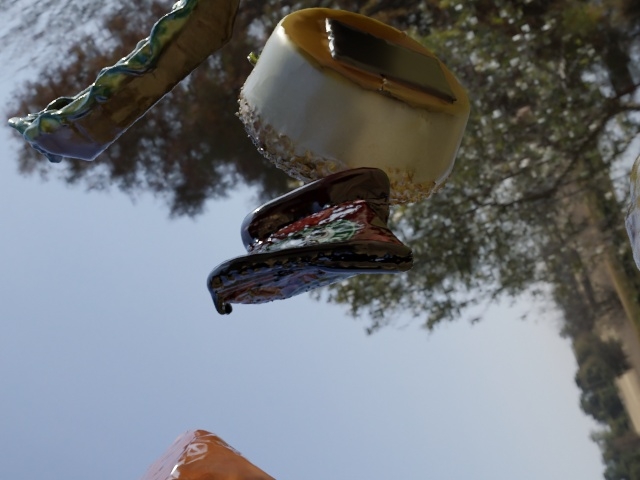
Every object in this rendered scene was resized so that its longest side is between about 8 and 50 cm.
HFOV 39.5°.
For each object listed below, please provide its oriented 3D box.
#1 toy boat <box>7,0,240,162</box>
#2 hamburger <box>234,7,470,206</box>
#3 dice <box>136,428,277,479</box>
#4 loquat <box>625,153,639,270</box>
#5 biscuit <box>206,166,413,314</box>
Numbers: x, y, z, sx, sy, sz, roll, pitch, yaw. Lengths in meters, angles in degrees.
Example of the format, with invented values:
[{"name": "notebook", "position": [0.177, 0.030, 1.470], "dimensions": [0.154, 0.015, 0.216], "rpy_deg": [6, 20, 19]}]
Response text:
[{"name": "toy boat", "position": [-0.138, -0.176, 0.751], "dimensions": [0.099, 0.293, 0.108], "rpy_deg": [41, -172, -14]}, {"name": "hamburger", "position": [0.039, -0.151, 1.075], "dimensions": [0.276, 0.179, 0.294], "rpy_deg": [15, -149, -16]}, {"name": "dice", "position": [-0.056, 0.210, 0.422], "dimensions": [0.179, 0.175, 0.174], "rpy_deg": [46, 161, 0]}, {"name": "loquat", "position": [0.515, -0.023, 1.076], "dimensions": [0.276, 0.283, 0.276], "rpy_deg": [1, -91, -61]}, {"name": "biscuit", "position": [-0.006, 0.001, 0.734], "dimensions": [0.235, 0.151, 0.063], "rpy_deg": [-85, -26, -76]}]
